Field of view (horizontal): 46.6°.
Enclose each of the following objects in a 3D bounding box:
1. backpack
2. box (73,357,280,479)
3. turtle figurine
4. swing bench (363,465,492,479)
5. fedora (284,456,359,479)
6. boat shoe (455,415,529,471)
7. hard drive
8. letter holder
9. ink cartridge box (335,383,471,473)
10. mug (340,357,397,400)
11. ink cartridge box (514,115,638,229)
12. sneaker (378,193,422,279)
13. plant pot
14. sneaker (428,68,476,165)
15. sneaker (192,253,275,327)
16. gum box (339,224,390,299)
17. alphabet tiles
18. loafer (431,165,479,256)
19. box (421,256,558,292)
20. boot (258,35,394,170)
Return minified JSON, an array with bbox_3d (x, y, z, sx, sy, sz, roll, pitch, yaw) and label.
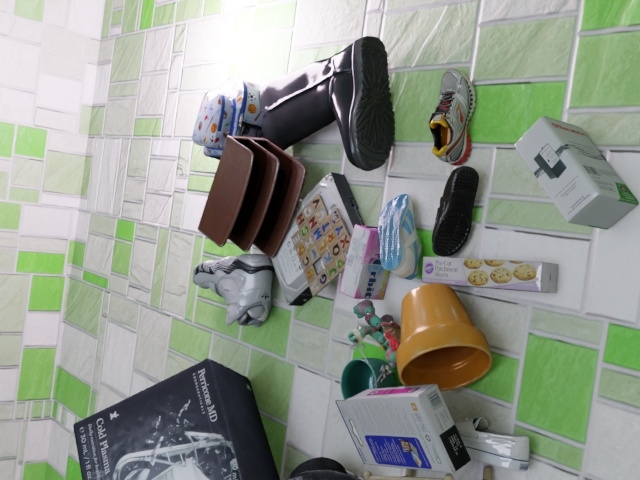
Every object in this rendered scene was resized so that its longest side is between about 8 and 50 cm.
[{"bbox_3d":[-0.270,-0.378,2.333,0.276,0.213,0.264,17,88,52],"label":"backpack"},{"bbox_3d":[-0.395,0.671,2.124,0.471,0.297,0.480,-27,60,8],"label":"box"},{"bbox_3d":[0.147,0.241,1.765,0.118,0.175,0.234,-29,26,10],"label":"turtle figurine"},{"bbox_3d":[0.246,0.631,1.631,0.253,0.165,0.255,-17,73,46],"label":"swing bench"},{"bbox_3d":[-0.011,0.675,1.901,0.334,0.334,0.152,-61,13,24],"label":"fedora"},{"bbox_3d":[0.338,0.425,1.619,0.258,0.095,0.084,8,87,39],"label":"boat shoe"},{"bbox_3d":[-0.016,0.001,2.089,0.339,0.064,0.237,-42,56,36],"label":"hard drive"},{"bbox_3d":[-0.192,-0.115,2.119,0.214,0.152,0.302,37,116,34],"label":"letter holder"},{"bbox_3d":[0.172,0.421,1.672,0.371,0.069,0.176,-25,89,59],"label":"ink cartridge box"},{"bbox_3d":[0.125,0.371,1.853,0.129,0.097,0.158,18,100,48],"label":"mug"},{"bbox_3d":[0.496,-0.132,1.449,0.087,0.153,0.208,-49,51,35],"label":"ink cartridge box"},{"bbox_3d":[0.200,-0.010,1.826,0.087,0.092,0.229,-21,49,38],"label":"sneaker"},{"bbox_3d":[0.260,0.207,1.661,0.205,0.205,0.188,-44,39,36],"label":"plant pot"},{"bbox_3d":[0.304,-0.292,1.734,0.088,0.092,0.225,-7,80,48],"label":"sneaker"},{"bbox_3d":[-0.278,0.165,2.310,0.365,0.137,0.210,-13,73,44],"label":"sneaker"},{"bbox_3d":[0.125,0.052,1.885,0.062,0.107,0.189,22,102,48],"label":"gum box"},{"bbox_3d":[0.000,0.000,2.016,0.198,0.009,0.237,-44,55,36],"label":"alphabet tiles"},{"bbox_3d":[0.311,-0.069,1.725,0.078,0.080,0.220,-108,34,-74],"label":"loafer"},{"bbox_3d":[0.365,0.074,1.640,0.324,0.063,0.067,3,86,49],"label":"box"},{"bbox_3d":[-0.007,-0.324,2.052,0.445,0.146,0.367,-12,68,45],"label":"boot"}]
